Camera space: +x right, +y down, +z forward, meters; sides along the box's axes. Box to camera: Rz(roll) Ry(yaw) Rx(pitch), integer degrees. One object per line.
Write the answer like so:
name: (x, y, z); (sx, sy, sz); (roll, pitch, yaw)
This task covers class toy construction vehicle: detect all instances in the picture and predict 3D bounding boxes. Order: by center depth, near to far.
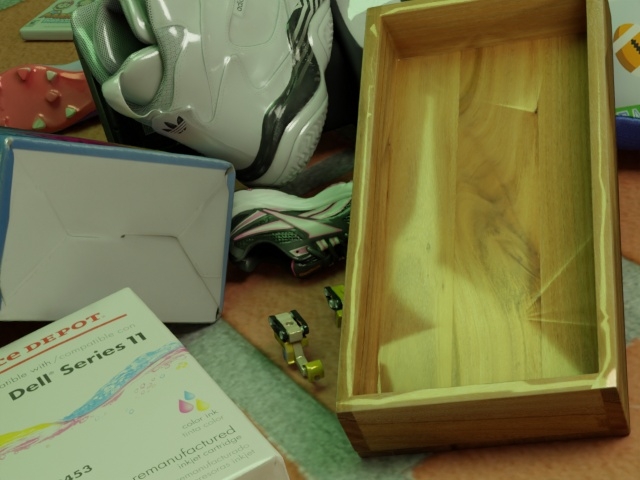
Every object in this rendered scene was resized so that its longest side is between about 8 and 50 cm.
toy construction vehicle: (0.007, 0.077, 1.359); (0.086, 0.035, 0.098); (-15, 31, -20)

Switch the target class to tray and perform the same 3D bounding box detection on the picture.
tray: (0.131, -0.030, 1.308); (0.203, 0.076, 0.410); (-7, 52, 15)

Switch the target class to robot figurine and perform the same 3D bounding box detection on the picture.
robot figurine: (0.096, -0.202, 1.644); (0.278, 0.209, 0.173); (-21, -11, -8)

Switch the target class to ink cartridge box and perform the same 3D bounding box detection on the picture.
ink cartridge box: (-0.176, 0.160, 1.215); (0.207, 0.119, 0.353); (-27, 32, -17)
ink cartridge box: (-0.311, -0.029, 1.455); (0.396, 0.151, 0.270); (8, 2, 38)

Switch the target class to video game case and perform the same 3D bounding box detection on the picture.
video game case: (-0.284, -0.296, 2.130); (0.157, 0.019, 0.143); (4, 35, 31)

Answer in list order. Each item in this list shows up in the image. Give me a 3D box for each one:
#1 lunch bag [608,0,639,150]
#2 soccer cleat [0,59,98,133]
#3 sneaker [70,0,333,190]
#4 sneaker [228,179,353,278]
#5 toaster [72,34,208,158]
lunch bag: (0.390, -0.241, 1.484); (0.328, 0.239, 0.385); (6, 64, 31)
soccer cleat: (-0.263, -0.172, 1.874); (0.248, 0.083, 0.095); (-14, 0, 13)
sneaker: (-0.100, -0.236, 1.515); (0.137, 0.210, 0.365); (-29, 51, 45)
sneaker: (0.000, 0.000, 1.470); (0.178, 0.072, 0.077); (-4, 55, 17)
toaster: (-0.151, -0.163, 1.681); (0.168, 0.185, 0.110); (-23, 35, -11)
